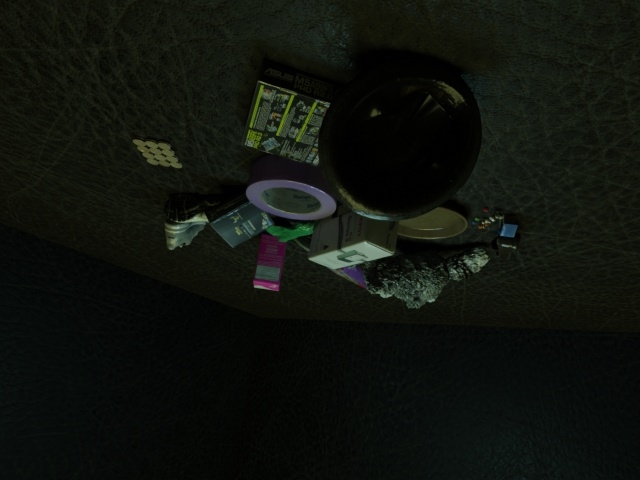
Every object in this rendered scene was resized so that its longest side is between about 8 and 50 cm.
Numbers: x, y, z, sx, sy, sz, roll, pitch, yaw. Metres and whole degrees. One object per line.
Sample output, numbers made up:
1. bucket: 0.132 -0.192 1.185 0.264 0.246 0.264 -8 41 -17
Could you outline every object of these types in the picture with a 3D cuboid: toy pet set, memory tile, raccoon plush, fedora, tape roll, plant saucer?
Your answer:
1. toy pet set: 0.553 -0.045 1.423 0.114 0.065 0.122 8 161 3
2. memory tile: -0.487 -0.263 1.345 0.113 0.012 0.148 8 161 3
3. raccoon plush: 0.365 0.081 1.702 0.299 0.216 0.446 21 129 -42
4. fedora: 0.151 -0.202 0.919 0.333 0.335 0.152 13 -169 -11
5. tape roll: -0.082 -0.155 1.355 0.274 0.090 0.275 8 160 3
6. plant saucer: 0.344 -0.070 1.482 0.277 0.041 0.278 8 160 3

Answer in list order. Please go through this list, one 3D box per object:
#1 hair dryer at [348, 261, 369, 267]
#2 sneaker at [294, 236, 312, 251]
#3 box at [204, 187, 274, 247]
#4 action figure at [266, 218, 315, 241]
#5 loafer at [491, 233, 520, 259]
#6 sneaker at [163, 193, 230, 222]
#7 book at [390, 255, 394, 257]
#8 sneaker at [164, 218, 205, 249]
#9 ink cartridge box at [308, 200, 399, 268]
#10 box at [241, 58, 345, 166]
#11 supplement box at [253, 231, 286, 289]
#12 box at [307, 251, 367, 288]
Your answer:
1. hair dryer: 0.143 0.037 1.643 0.223 0.080 0.293 22 -147 37
2. sneaker: 0.000 0.000 1.796 0.221 0.118 0.083 33 -174 15
3. box: -0.276 -0.077 1.565 0.183 0.059 0.233 -29 157 -3
4. action figure: -0.101 -0.046 1.706 0.232 0.064 0.137 -6 154 45
5. loafer: 0.621 0.009 1.524 0.078 0.080 0.220 15 170 16
6. sneaker: -0.436 -0.099 1.643 0.282 0.110 0.122 4 163 14
7. book: 0.259 0.080 1.953 0.096 0.035 0.144 -6 156 44
8. sneaker: -0.537 -0.035 1.746 0.105 0.116 0.281 14 -170 7
9. ink cartridge box: 0.103 -0.044 1.407 0.121 0.211 0.289 23 155 -30
10. box: -0.059 -0.280 1.040 0.216 0.060 0.270 14 159 -12
11. supplement box: -0.213 0.090 1.899 0.113 0.220 0.111 10 161 -3
12. box: 0.095 0.119 1.983 0.200 0.057 0.293 26 173 35
